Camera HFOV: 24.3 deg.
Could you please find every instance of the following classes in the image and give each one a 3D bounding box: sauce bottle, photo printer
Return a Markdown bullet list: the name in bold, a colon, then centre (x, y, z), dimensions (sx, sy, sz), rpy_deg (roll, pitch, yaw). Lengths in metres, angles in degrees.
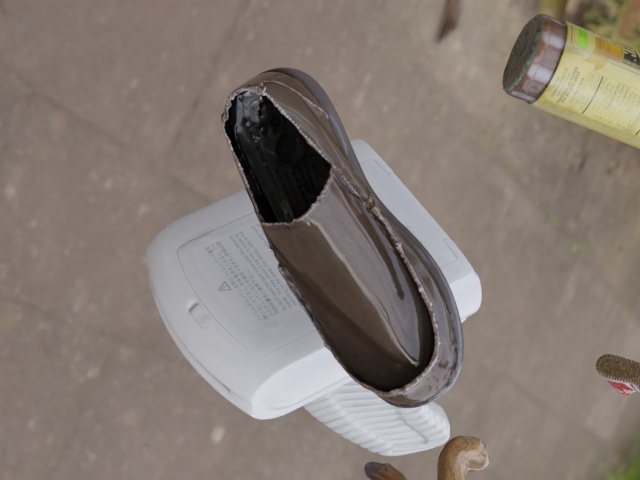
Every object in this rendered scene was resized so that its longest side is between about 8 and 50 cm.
- **sauce bottle**: centre (0.394, -0.166, 1.803), dimensions (0.111, 0.344, 0.111), rpy_deg (-160, -90, -78)
- **photo printer**: centre (-0.020, 0.043, 1.613), dimensions (0.307, 0.256, 0.107), rpy_deg (-26, 146, -21)

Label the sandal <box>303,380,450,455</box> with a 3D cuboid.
- **sandal**: centre (0.066, 0.195, 2.049), dimensions (0.416, 0.169, 0.102), rpy_deg (60, 18, -59)

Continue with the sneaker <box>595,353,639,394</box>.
- **sneaker**: centre (0.403, 0.176, 1.841), dimensions (0.042, 0.118, 0.067), rpy_deg (-64, 154, -7)

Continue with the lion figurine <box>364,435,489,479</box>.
- **lion figurine**: centre (0.202, 0.304, 1.070), dimensions (0.142, 0.392, 0.240), rpy_deg (107, -3, -55)

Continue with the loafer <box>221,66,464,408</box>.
- **loafer**: centre (0.000, 0.000, 1.405), dimensions (0.134, 0.366, 0.130), rpy_deg (-37, 166, 21)
